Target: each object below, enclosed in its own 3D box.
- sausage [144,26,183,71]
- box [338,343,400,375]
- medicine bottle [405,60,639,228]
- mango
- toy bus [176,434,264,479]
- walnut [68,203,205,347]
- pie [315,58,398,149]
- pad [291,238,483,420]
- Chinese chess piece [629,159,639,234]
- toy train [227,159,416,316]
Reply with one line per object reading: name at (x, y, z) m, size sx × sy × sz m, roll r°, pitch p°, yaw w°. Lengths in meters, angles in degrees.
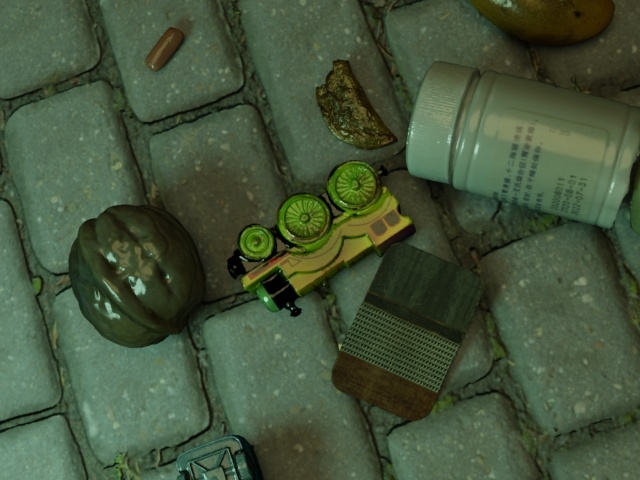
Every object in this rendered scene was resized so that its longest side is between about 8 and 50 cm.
sausage at (-0.264, -0.322, 1.926) m, size 0.034 × 0.034 × 0.083 m, roll 35°, pitch 85°, yaw 13°
box at (0.076, 0.185, 1.778) m, size 0.093 × 0.015 × 0.058 m, roll -7°, pitch 75°, yaw 7°
medicine bottle at (0.307, -0.148, 1.730) m, size 0.332 × 0.190 × 0.190 m, roll 16°, pitch 80°, yaw 10°
mango at (0.328, -0.421, 1.823) m, size 0.295 × 0.120 × 0.177 m, roll 40°, pitch 88°, yaw 14°
toy bus at (-0.123, 0.419, 1.693) m, size 0.113 × 0.134 × 0.246 m, roll -21°, pitch 77°, yaw 5°
walnut at (-0.283, 0.056, 1.764) m, size 0.224 × 0.224 × 0.224 m, roll -2°, pitch 78°, yaw 7°
pie at (0.047, -0.214, 1.862) m, size 0.092 × 0.034 × 0.170 m, roll -28°, pitch 81°, yaw -1°
pad at (0.063, 0.110, 1.719) m, size 0.323 × 0.055 × 0.250 m, roll 23°, pitch 91°, yaw -22°
Chinese chess piece at (0.520, -0.089, 1.689) m, size 0.083 × 0.188 × 0.188 m, roll 12°, pitch 79°, yaw 27°
toy train at (0.000, 0.000, 1.786) m, size 0.296 × 0.100 × 0.160 m, roll -33°, pitch 77°, yaw 0°
